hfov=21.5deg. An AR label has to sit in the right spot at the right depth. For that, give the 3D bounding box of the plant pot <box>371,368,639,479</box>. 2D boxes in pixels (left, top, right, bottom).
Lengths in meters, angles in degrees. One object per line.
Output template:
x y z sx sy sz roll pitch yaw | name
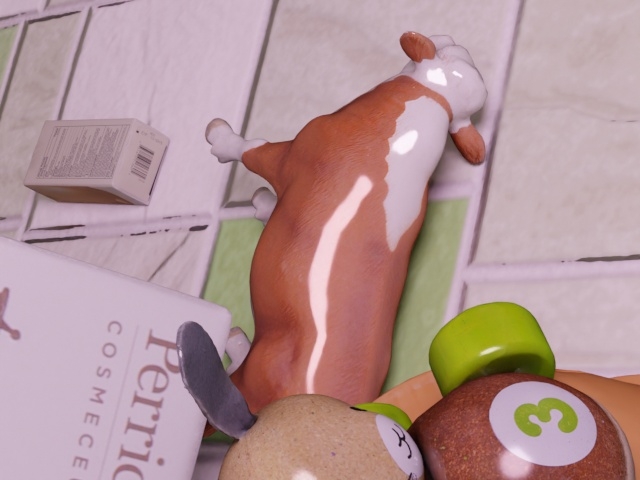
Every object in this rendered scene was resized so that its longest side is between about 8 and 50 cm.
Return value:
0.113 0.182 0.806 0.291 0.203 0.290 -23 54 34 | plant pot

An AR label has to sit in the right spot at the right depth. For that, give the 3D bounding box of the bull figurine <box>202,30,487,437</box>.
0.000 0.000 1.088 0.188 0.101 0.310 0 67 47 | bull figurine

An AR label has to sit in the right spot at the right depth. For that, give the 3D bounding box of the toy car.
0.020 0.094 0.651 0.149 0.188 0.155 -40 46 20 | toy car

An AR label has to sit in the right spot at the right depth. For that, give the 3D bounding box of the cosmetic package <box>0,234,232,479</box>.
-0.322 0.143 1.023 0.327 0.394 0.329 -7 67 63 | cosmetic package

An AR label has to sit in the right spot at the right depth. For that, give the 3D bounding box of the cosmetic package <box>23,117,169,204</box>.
-0.177 -0.062 1.329 0.115 0.041 0.060 4 72 44 | cosmetic package
